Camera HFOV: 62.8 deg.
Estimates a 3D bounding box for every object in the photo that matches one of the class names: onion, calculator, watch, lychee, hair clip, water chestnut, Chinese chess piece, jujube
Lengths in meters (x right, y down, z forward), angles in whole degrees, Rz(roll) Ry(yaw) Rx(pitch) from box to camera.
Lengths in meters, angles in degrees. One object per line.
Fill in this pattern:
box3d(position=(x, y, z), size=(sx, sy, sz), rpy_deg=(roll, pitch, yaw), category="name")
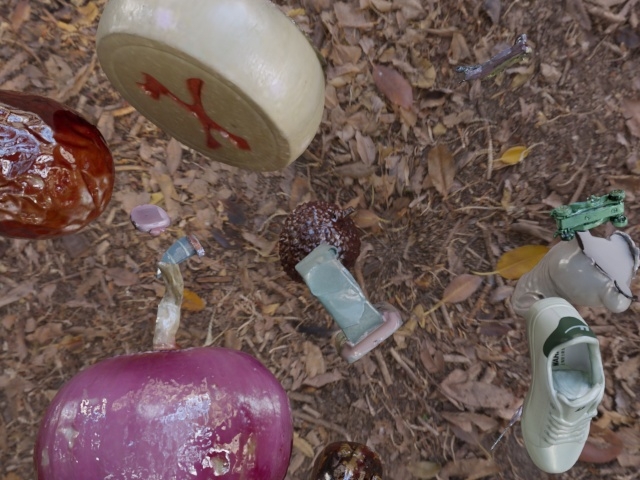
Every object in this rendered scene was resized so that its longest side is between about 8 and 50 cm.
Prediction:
box3d(position=(-0.214, 0.267, 0.780), size=(0.358, 0.358, 0.345), rpy_deg=(1, 45, 8), category="onion")
box3d(position=(-0.488, -0.061, 1.501), size=(0.103, 0.166, 0.024), rpy_deg=(-16, 127, -30), category="calculator")
box3d(position=(0.044, 0.126, 1.143), size=(0.162, 0.253, 0.241), rpy_deg=(-38, 86, -4), category="watch")
box3d(position=(0.000, 0.000, 1.608), size=(0.264, 0.264, 0.300), rpy_deg=(43, 106, 6), category="lychee")
box3d(position=(0.424, -0.431, 1.277), size=(0.187, 0.146, 0.056), rpy_deg=(-16, 91, 34), category="hair clip")
box3d(position=(0.083, 0.657, 1.407), size=(0.238, 0.224, 0.223), rpy_deg=(5, 90, 35), category="water chestnut")
box3d(position=(-0.156, -0.241, 0.779), size=(0.338, 0.338, 0.140), rpy_deg=(22, 74, 8), category="Chinese chess piece")
box3d(position=(-0.384, -0.097, 0.631), size=(0.190, 0.255, 0.190), rpy_deg=(-15, 70, 46), category="jujube")

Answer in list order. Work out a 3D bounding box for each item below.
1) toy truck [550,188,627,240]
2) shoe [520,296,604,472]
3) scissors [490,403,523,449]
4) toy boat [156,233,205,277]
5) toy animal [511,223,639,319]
box3d(position=(0.568, -0.061, 1.123), size=(0.154, 0.078, 0.080), rpy_deg=(-17, 117, 8), category="toy truck")
box3d(position=(0.454, 0.298, 0.962), size=(0.132, 0.160, 0.363), rpy_deg=(-5, 103, 3), category="shoe")
box3d(position=(0.608, 0.605, 1.703), size=(0.015, 0.100, 0.189), rpy_deg=(38, 97, 22), category="scissors")
box3d(position=(-0.340, 0.035, 1.232), size=(0.122, 0.034, 0.096), rpy_deg=(-29, 48, -15), category="toy boat")
box3d(position=(0.625, 0.117, 1.350), size=(0.194, 0.357, 0.258), rpy_deg=(22, 51, -7), category="toy animal")
